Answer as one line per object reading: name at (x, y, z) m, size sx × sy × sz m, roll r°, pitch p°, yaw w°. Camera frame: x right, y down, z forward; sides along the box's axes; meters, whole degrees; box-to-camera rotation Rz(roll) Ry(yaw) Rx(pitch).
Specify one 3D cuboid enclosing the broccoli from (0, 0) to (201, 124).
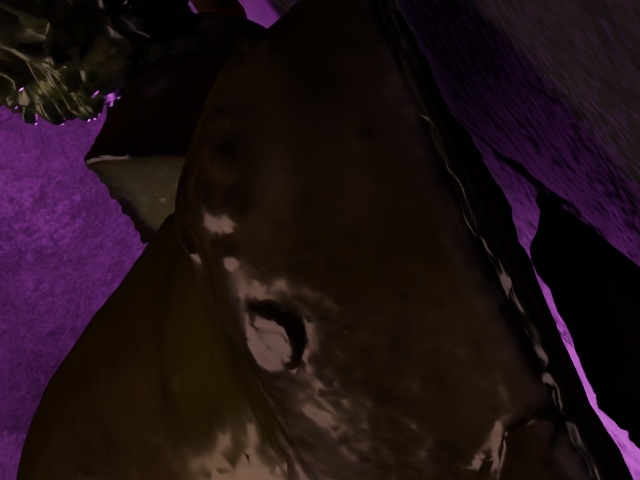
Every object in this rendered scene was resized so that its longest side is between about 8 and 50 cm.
broccoli at (-0.197, -0.198, 1.241) m, size 0.247 × 0.263 × 0.243 m, roll 27°, pitch -165°, yaw 31°

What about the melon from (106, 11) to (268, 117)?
melon at (-0.050, -0.046, 1.536) m, size 0.287 × 0.182 × 0.182 m, roll 52°, pitch 178°, yaw -31°

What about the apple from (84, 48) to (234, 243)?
apple at (0.000, 0.000, 1.243) m, size 0.254 × 0.179 × 0.346 m, roll 30°, pitch 163°, yaw 50°

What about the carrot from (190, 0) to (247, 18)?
carrot at (-0.113, -0.233, 1.741) m, size 0.165 × 0.036 × 0.035 m, roll 52°, pitch 180°, yaw 28°

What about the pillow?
pillow at (0.168, 0.091, 0.833) m, size 0.248 × 0.049 × 0.135 m, roll 49°, pitch 179°, yaw -24°

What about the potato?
potato at (-0.022, 0.095, 0.893) m, size 0.290 × 0.296 × 0.397 m, roll 66°, pitch -172°, yaw 20°
